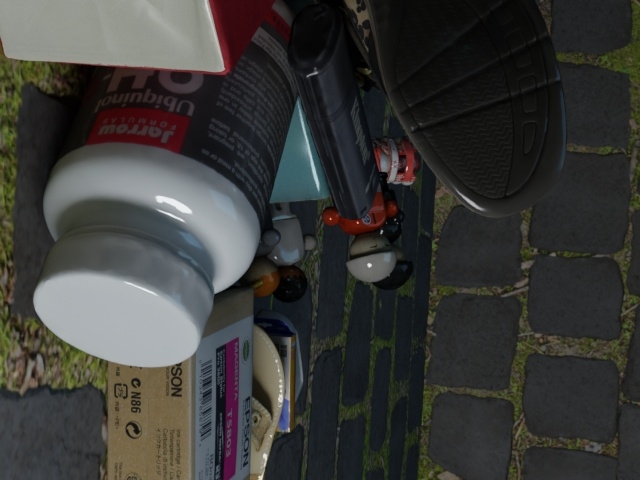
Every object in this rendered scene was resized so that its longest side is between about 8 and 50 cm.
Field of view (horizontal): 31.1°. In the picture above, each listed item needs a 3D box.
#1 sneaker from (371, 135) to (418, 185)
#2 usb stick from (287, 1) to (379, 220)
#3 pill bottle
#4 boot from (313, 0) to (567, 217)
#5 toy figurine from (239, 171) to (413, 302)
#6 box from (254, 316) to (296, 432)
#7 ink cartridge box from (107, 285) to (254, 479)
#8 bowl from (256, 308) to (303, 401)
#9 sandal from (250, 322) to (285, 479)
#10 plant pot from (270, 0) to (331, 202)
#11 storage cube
[{"bbox_3d":[0.072,-0.130,1.795,0.270,0.145,0.090,-15,107,-75],"label":"sneaker"},{"bbox_3d":[0.016,-0.108,1.048,0.278,0.045,0.077,70,25,-61],"label":"usb stick"},{"bbox_3d":[-0.124,-0.063,0.950,0.176,0.176,0.318,75,22,-51],"label":"pill bottle"},{"bbox_3d":[0.085,-0.184,1.035,0.377,0.138,0.284,60,-2,6],"label":"boot"},{"bbox_3d":[0.000,0.000,1.391,0.213,0.210,0.148,24,53,-79],"label":"toy figurine"},{"bbox_3d":[-0.072,0.163,1.406,0.028,0.081,0.136,-31,123,-73],"label":"box"},{"bbox_3d":[-0.134,0.166,1.141,0.193,0.088,0.234,-21,112,-74],"label":"ink cartridge box"},{"bbox_3d":[-0.062,0.176,1.511,0.142,0.053,0.142,-62,151,-57],"label":"bowl"},{"bbox_3d":[-0.093,0.217,1.319,0.079,0.088,0.240,-53,149,-76],"label":"sandal"},{"bbox_3d":[-0.074,-0.177,1.183,0.165,0.165,0.234,-65,147,-57],"label":"plant pot"},{"bbox_3d":[-0.130,-0.251,0.827,0.193,0.215,0.183,-65,155,-43],"label":"storage cube"}]
